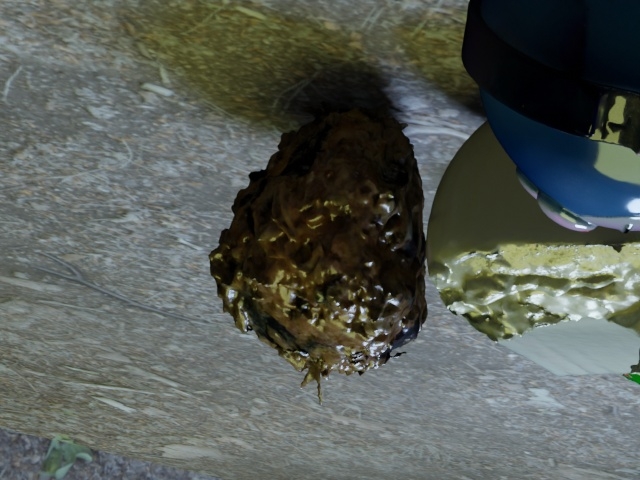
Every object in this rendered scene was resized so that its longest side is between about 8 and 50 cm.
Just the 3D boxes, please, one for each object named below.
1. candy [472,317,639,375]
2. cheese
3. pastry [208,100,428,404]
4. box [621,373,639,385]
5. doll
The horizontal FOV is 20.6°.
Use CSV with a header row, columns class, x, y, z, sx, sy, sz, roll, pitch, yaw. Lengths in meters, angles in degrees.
class,x,y,z,sx,sy,sz,roll,pitch,yaw
candy,0.331,0.036,1.677,0.359,0.145,0.208,-4,156,37
cheese,0.226,-0.012,1.495,0.266,0.233,0.127,0,147,20
pastry,0.000,0.000,1.594,0.193,0.274,0.275,-5,158,7
box,0.417,0.090,1.849,0.250,0.103,0.180,-7,154,36
doll,0.250,-0.118,1.189,0.310,0.284,0.240,0,117,-11
